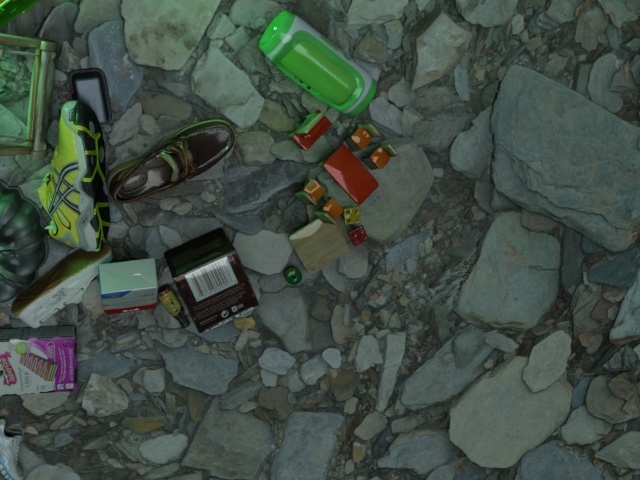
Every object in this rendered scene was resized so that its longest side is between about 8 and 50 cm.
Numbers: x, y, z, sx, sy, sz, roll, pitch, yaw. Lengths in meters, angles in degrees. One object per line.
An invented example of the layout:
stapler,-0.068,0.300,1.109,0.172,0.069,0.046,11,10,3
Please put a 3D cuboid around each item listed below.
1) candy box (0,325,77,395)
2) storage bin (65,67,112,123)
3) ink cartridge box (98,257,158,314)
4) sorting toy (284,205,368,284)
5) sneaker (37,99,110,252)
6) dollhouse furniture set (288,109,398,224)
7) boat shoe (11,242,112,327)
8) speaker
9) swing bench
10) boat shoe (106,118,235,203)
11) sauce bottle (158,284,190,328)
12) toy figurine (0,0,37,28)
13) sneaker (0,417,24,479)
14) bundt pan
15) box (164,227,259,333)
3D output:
candy box,-0.737,0.304,1.792,0.233,0.071,0.159,-1,108,-18
storage bin,-0.538,-0.325,1.642,0.098,0.091,0.135,-10,109,-15
ink cartridge box,-0.478,0.119,1.773,0.134,0.231,0.078,-6,74,-17
sorting toy,0.000,0.000,1.951,0.275,0.046,0.132,-31,114,-6
sneaker,-0.574,-0.136,1.623,0.147,0.145,0.384,7,123,-3
dollhouse furniture set,0.043,-0.207,1.828,0.259,0.135,0.262,45,81,-18
boat shoe,-0.622,0.112,1.761,0.277,0.098,0.096,-36,128,-6
speaker,-0.003,-0.435,1.765,0.296,0.131,0.131,33,95,-25
swing bench,-0.677,-0.309,1.508,0.255,0.165,0.253,-8,114,-51
boat shoe,-0.356,-0.185,1.729,0.342,0.123,0.123,-26,114,-9
sauce bottle,-0.387,0.178,1.883,0.042,0.042,0.128,-32,113,-6
toy figurine,-0.712,-0.553,1.517,0.173,0.130,0.159,-32,102,20
sneaker,-0.808,0.545,1.851,0.083,0.071,0.190,-26,114,-15
bundt pan,-0.804,0.018,1.648,0.331,0.124,0.330,-6,110,-17
box,-0.278,0.097,1.804,0.168,0.203,0.167,-25,114,-9
